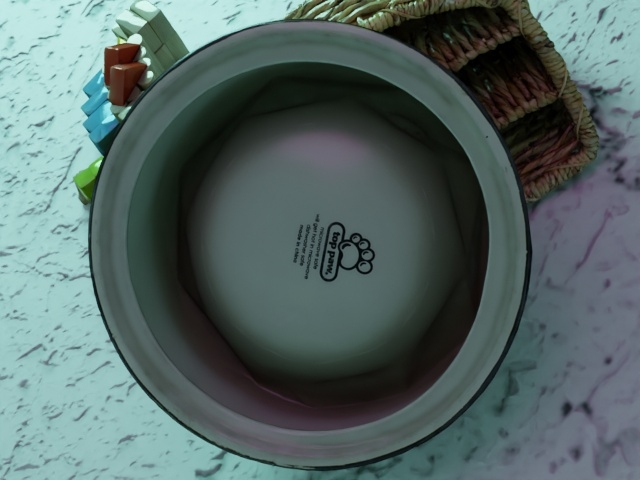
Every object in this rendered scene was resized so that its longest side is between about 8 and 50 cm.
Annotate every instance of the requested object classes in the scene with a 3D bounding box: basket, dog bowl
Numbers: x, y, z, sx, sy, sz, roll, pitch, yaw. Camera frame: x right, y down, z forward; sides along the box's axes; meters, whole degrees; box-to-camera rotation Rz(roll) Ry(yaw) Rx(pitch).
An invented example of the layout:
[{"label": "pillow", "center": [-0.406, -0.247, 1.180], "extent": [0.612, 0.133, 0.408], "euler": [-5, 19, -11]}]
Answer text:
[{"label": "basket", "center": [0.091, -0.137, 1.899], "extent": [0.299, 0.213, 0.223], "euler": [-28, 50, 5]}, {"label": "dog bowl", "center": [0.000, 0.000, 1.776], "extent": [0.408, 0.150, 0.408], "euler": [1, 95, 12]}]

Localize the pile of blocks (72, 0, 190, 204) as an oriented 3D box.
[{"label": "pile of blocks", "center": [-0.222, -0.132, 2.107], "extent": [0.149, 0.112, 0.362], "euler": [-18, 51, 13]}]
